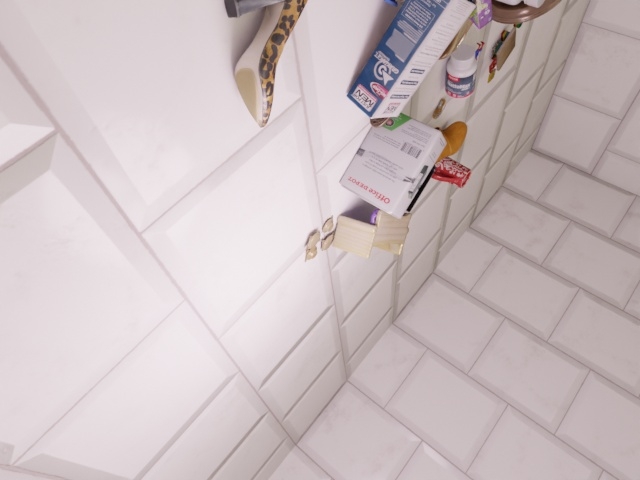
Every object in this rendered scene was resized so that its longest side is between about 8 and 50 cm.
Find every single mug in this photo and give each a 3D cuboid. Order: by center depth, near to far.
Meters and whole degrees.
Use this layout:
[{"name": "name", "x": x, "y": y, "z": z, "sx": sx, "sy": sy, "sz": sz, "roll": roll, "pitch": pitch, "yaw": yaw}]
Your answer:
[{"name": "mug", "x": 0.571, "y": -0.298, "z": 2.102, "sx": 0.150, "sy": 0.169, "sz": 0.113, "roll": -51, "pitch": 156, "yaw": -13}]

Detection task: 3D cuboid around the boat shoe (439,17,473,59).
[{"name": "boat shoe", "x": 0.430, "y": -0.718, "z": 1.414, "sx": 0.110, "sy": 0.122, "sz": 0.341, "roll": -30, "pitch": 155, "yaw": -52}]

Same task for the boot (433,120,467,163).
[{"name": "boot", "x": 0.496, "y": -0.412, "z": 1.907, "sx": 0.295, "sy": 0.104, "sz": 0.211, "roll": -51, "pitch": 155, "yaw": -3}]

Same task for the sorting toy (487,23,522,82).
[{"name": "sorting toy", "x": 0.773, "y": -0.812, "z": 1.999, "sx": 0.274, "sy": 0.046, "sz": 0.132, "roll": -57, "pitch": 156, "yaw": 1}]

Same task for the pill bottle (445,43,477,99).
[{"name": "pill bottle", "x": 0.506, "y": -0.606, "z": 1.686, "sx": 0.108, "sy": 0.108, "sz": 0.180, "roll": -51, "pitch": 154, "yaw": -13}]

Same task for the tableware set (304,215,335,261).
[{"name": "tableware set", "x": 0.000, "y": 0.000, "z": 1.594, "sx": 0.169, "sy": 0.020, "sz": 0.141, "roll": -39, "pitch": 152, "yaw": -37}]

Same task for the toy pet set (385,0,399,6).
[{"name": "toy pet set", "x": 0.188, "y": -0.637, "z": 1.152, "sx": 0.122, "sy": 0.065, "sz": 0.114, "roll": 44, "pitch": 45, "yaw": -68}]

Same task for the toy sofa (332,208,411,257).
[{"name": "toy sofa", "x": 0.202, "y": -0.043, "z": 1.751, "sx": 0.363, "sy": 0.150, "sz": 0.177, "roll": -2, "pitch": 109, "yaw": -61}]

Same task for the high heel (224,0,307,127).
[{"name": "high heel", "x": -0.078, "y": -0.364, "z": 0.915, "sx": 0.186, "sy": 0.093, "sz": 0.261, "roll": -34, "pitch": 138, "yaw": -29}]

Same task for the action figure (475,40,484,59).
[{"name": "action figure", "x": 0.601, "y": -0.717, "z": 1.822, "sx": 0.038, "sy": 0.030, "sz": 0.115, "roll": -35, "pitch": 153, "yaw": -29}]

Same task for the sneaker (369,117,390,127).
[{"name": "sneaker", "x": 0.219, "y": -0.424, "z": 1.428, "sx": 0.188, "sy": 0.066, "sz": 0.071, "roll": -61, "pitch": 156, "yaw": 10}]

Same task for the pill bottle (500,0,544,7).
[{"name": "pill bottle", "x": 0.587, "y": -0.806, "z": 1.444, "sx": 0.131, "sy": 0.229, "sz": 0.131, "roll": -42, "pitch": 152, "yaw": -29}]

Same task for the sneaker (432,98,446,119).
[{"name": "sneaker", "x": 0.468, "y": -0.508, "z": 1.825, "sx": 0.037, "sy": 0.032, "sz": 0.083, "roll": 3, "pitch": 118, "yaw": -62}]

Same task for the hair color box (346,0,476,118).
[{"name": "hair color box", "x": 0.230, "y": -0.490, "z": 1.219, "sx": 0.174, "sy": 0.105, "sz": 0.347, "roll": -23, "pitch": 154, "yaw": -53}]

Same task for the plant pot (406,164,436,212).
[{"name": "plant pot", "x": 0.272, "y": -0.229, "z": 1.634, "sx": 0.188, "sy": 0.167, "sz": 0.187, "roll": -61, "pitch": 158, "yaw": 6}]

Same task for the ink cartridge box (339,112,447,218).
[{"name": "ink cartridge box", "x": 0.228, "y": -0.245, "z": 1.489, "sx": 0.289, "sy": 0.211, "sz": 0.121, "roll": -59, "pitch": 155, "yaw": 7}]

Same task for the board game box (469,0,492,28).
[{"name": "board game box", "x": 0.341, "y": -0.702, "z": 1.151, "sx": 0.056, "sy": 0.208, "sz": 0.347, "roll": -29, "pitch": 160, "yaw": 14}]

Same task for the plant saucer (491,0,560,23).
[{"name": "plant saucer", "x": 0.670, "y": -0.833, "z": 1.528, "sx": 0.277, "sy": 0.278, "sz": 0.041, "roll": -56, "pitch": 140, "yaw": -1}]
